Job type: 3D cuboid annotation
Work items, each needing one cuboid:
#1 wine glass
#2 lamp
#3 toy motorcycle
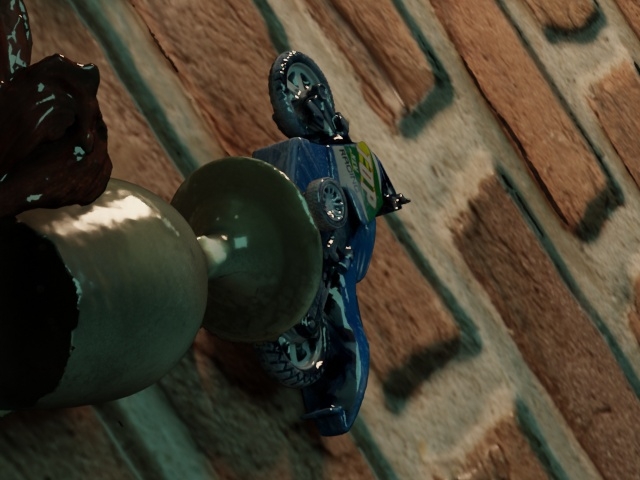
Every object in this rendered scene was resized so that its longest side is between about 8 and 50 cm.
[{"bbox_3d":[-0.104,0.021,1.053,0.241,0.126,0.126,-18,79,-58],"label":"wine glass"},{"bbox_3d":[-0.218,-0.065,0.892,0.223,0.215,0.151,38,-11,18],"label":"lamp"},{"bbox_3d":[0.000,0.000,1.255,0.135,0.092,0.254,41,43,-43],"label":"toy motorcycle"}]
